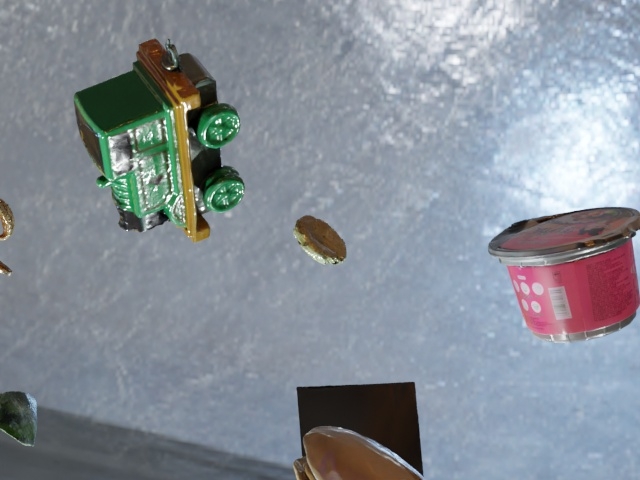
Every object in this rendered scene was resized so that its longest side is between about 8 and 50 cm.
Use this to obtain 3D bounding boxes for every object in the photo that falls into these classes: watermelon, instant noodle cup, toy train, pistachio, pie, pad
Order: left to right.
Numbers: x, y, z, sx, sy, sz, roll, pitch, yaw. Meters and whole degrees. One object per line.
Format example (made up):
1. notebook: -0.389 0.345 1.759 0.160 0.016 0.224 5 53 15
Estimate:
1. watermelon: -0.531 0.303 1.969 0.080 0.101 0.155 -25 155 -2
2. toy train: -0.276 -0.153 1.995 0.249 0.178 0.429 -24 143 -21
3. pie: 0.000 0.000 1.515 0.084 0.084 0.020 28 122 -28
4. pad: 0.073 0.347 2.012 0.300 0.202 0.005 4 168 -45
5. pistachio: 0.062 0.326 1.498 0.223 0.152 0.126 30 123 21
6. instant noodle cup: 0.426 0.064 1.965 0.258 0.181 0.302 -15 -170 -6

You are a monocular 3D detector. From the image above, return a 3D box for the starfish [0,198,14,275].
1. starfish: -0.411 0.039 1.304 0.074 0.190 0.146 26 128 2
